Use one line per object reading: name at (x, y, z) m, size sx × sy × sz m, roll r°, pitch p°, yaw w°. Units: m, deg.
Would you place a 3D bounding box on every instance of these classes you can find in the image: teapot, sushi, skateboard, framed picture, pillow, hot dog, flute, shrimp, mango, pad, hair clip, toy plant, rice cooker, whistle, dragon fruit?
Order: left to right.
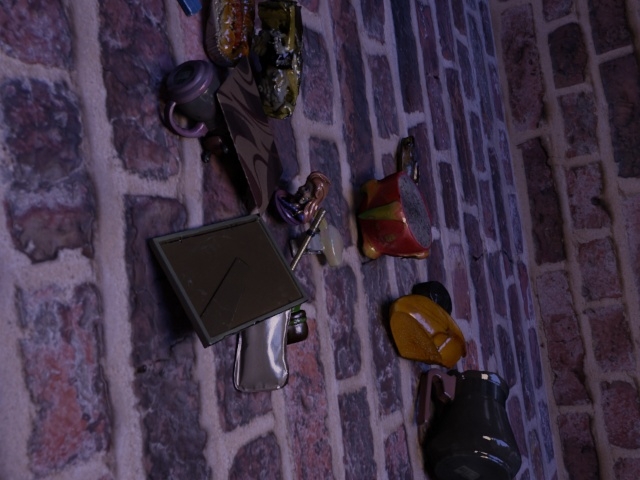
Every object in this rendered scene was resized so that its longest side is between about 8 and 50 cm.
whistle at (-0.300, -0.593, 1.391) m, size 0.158 × 0.090 × 0.090 m, roll 58°, pitch 40°, yaw -28°
teapot at (-0.262, -0.297, 1.350) m, size 0.146 × 0.116 × 0.148 m, roll 52°, pitch 38°, yaw -49°
skateboard at (-0.214, -0.222, 1.452) m, size 0.151 × 0.067 × 0.080 m, roll -1°, pitch 73°, yaw -61°
hot dog at (-0.215, -0.542, 1.509) m, size 0.144 × 0.075 × 0.268 m, roll 17°, pitch 67°, yaw -53°
framed picture at (-0.186, 0.071, 1.354) m, size 0.335 × 0.022 × 0.247 m, roll -20°, pitch 76°, yaw -53°
pad at (-0.158, -0.248, 1.477) m, size 0.220 × 0.004 × 0.330 m, roll -72°, pitch 152°, yaw -49°
pillow at (-0.132, 0.228, 1.421) m, size 0.130 × 0.038 × 0.233 m, roll 3°, pitch 77°, yaw -15°
sushi at (-0.120, -0.447, 1.536) m, size 0.131 × 0.139 × 0.291 m, roll -42°, pitch 142°, yaw -49°
toy plant at (-0.083, 0.167, 1.503) m, size 0.092 × 0.092 × 0.162 m, roll -13°, pitch 92°, yaw -56°
flute at (-0.044, 0.018, 1.578) m, size 0.027 × 0.027 × 0.233 m, roll 39°, pitch 74°, yaw -44°
hair clip at (0.001, -0.003, 1.701) m, size 0.218 × 0.071 × 0.159 m, roll 1°, pitch 79°, yaw -60°
dragon fruit at (0.220, -0.072, 1.941) m, size 0.290 × 0.189 × 0.291 m, roll 38°, pitch 45°, yaw -50°
shrimp at (0.329, -0.247, 2.249) m, size 0.173 × 0.058 × 0.253 m, roll 28°, pitch 62°, yaw -59°
mango at (0.331, 0.296, 2.015) m, size 0.350 × 0.201 × 0.199 m, roll 45°, pitch 10°, yaw -29°
rice cooker at (0.394, 0.213, 2.177) m, size 0.165 × 0.106 × 0.112 m, roll 59°, pitch 39°, yaw -34°
teapot at (0.489, 0.611, 2.097) m, size 0.376 × 0.305 × 0.362 m, roll 31°, pitch 42°, yaw -13°

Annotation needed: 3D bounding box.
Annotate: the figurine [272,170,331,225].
figurine at (-0.040, -0.105, 1.592) m, size 0.114 × 0.157 × 0.126 m, roll 60°, pitch -2°, yaw -32°
